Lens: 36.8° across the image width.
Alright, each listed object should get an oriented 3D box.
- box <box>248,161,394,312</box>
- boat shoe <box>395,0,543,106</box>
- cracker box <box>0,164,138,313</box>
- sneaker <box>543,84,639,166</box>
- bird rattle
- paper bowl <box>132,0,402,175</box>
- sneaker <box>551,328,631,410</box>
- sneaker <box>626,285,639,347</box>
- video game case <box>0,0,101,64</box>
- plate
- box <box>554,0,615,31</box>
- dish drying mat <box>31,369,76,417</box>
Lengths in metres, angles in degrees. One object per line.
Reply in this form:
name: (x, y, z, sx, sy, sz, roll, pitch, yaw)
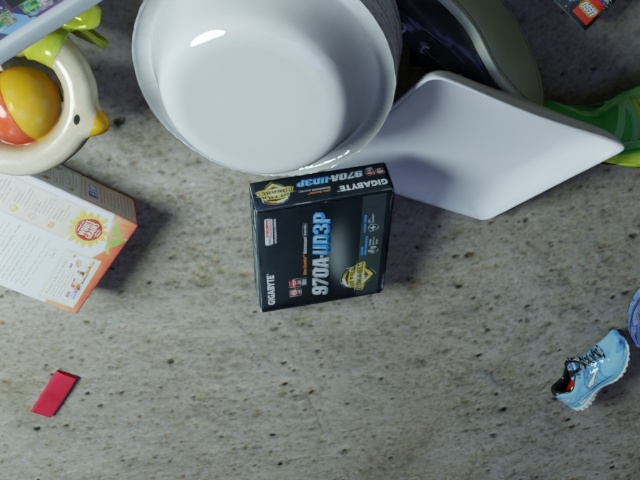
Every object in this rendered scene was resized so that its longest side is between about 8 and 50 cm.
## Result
box: (0.000, 0.000, 1.249, 0.175, 0.051, 0.220, -9, 142, -9)
boat shoe: (0.138, -0.246, 1.112, 0.113, 0.127, 0.340, -19, 143, 35)
cracker box: (-0.360, -0.024, 1.160, 0.232, 0.067, 0.156, 27, 113, -30)
sneaker: (0.406, -0.158, 1.264, 0.295, 0.109, 0.124, 5, 97, -14)
bird rattle: (-0.331, -0.164, 0.989, 0.253, 0.143, 0.207, -26, 99, -5)
paper bowl: (-0.059, -0.185, 1.021, 0.284, 0.148, 0.284, 6, 135, 6)
sneaker: (0.430, 0.205, 1.537, 0.073, 0.063, 0.162, 21, 117, -23)
sneaker: (0.548, 0.084, 1.465, 0.083, 0.087, 0.221, 15, 119, -23)
video game case: (-0.304, -0.253, 0.912, 0.201, 0.183, 0.023, -37, 155, -14)
plate: (0.175, -0.117, 1.180, 0.277, 0.045, 0.277, 15, 157, -24)
box: (0.287, -0.371, 1.099, 0.233, 0.044, 0.159, 33, 111, -31)
dish drying mat: (-0.378, 0.217, 1.364, 0.032, 0.008, 0.083, 24, 116, -27)
